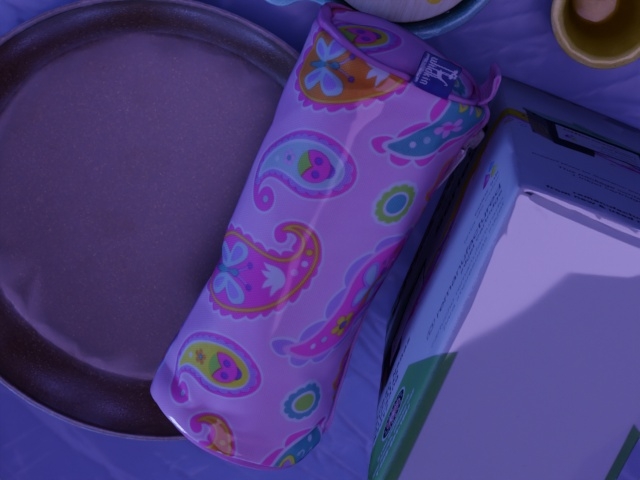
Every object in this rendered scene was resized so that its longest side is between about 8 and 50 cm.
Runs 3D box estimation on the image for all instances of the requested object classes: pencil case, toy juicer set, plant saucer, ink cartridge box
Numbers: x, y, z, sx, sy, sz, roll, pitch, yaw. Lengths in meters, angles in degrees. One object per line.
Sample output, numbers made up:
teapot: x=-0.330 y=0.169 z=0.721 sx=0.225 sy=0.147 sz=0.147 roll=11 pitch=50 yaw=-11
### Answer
pencil case: x=0.000 y=0.000 z=0.838 sx=0.124 sy=0.124 sz=0.284 roll=24 pitch=109 yaw=-6
toy juicer set: x=0.054 y=-0.224 z=0.827 sx=0.329 sy=0.089 sz=0.209 roll=7 pitch=110 yaw=0
plant saucer: x=-0.113 y=-0.014 z=0.929 sx=0.311 sy=0.050 sz=0.310 roll=0 pitch=109 yaw=1
ink cartridge box: x=0.120 y=0.037 z=0.818 sx=0.117 sy=0.278 sz=0.201 roll=22 pitch=109 yaw=-2
